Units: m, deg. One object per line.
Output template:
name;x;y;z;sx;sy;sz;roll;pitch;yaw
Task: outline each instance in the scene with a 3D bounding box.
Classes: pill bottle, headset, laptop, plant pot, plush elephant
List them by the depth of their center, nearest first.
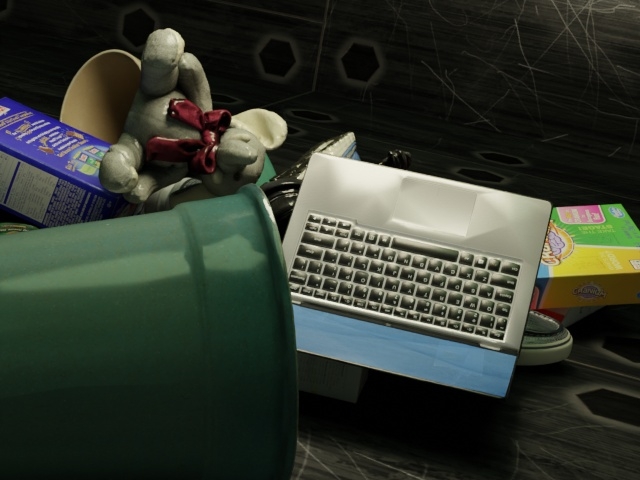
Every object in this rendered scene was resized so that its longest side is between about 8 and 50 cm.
plant pot;-0.223;0.117;1.320;0.334;0.341;0.341;-3;19;-15
laptop;0.107;0.030;1.735;0.382;0.408;0.236;13;-25;10
headset;-0.005;-0.024;2.043;0.394;0.185;0.243;-24;53;-38
plush elephant;-0.201;-0.157;2.096;0.255;0.272;0.330;20;-7;-2
pill bottle;-0.218;-0.054;2.239;0.180;0.108;0.108;16;17;20
plant pot;-0.355;-0.237;2.603;0.256;0.256;0.274;23;5;38

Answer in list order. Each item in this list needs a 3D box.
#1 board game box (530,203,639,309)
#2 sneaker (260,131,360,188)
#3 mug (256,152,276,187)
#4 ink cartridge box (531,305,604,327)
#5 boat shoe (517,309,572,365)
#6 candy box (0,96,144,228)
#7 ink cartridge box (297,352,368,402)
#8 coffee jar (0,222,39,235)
board game box;0.394;0.027;2.128;0.316;0.064;0.242;-3;29;-6
sneaker;-0.010;-0.084;2.407;0.129;0.147;0.330;-17;16;46
mug;-0.163;-0.108;2.460;0.157;0.097;0.129;-24;24;7
ink cartridge box;0.306;0.063;2.179;0.308;0.091;0.385;19;17;30
boat shoe;0.224;0.083;1.912;0.340;0.158;0.127;9;21;7
candy box;-0.477;-0.123;2.189;0.317;0.122;0.268;26;16;1
ink cartridge box;0.011;0.167;1.701;0.181;0.062;0.104;12;15;9
coffee jar;-0.451;0.036;1.853;0.096;0.079;0.184;4;18;-19
